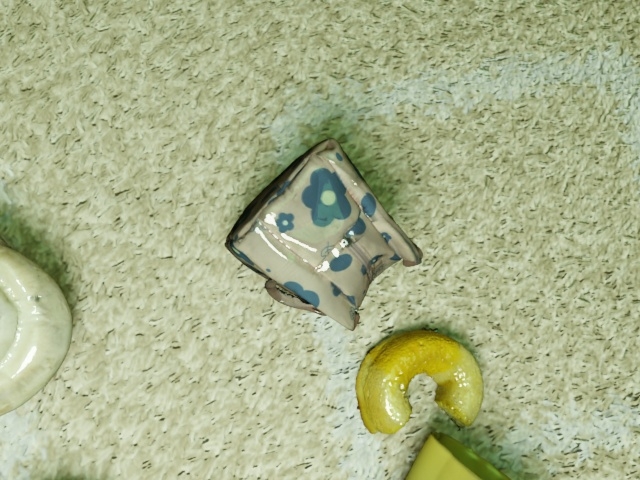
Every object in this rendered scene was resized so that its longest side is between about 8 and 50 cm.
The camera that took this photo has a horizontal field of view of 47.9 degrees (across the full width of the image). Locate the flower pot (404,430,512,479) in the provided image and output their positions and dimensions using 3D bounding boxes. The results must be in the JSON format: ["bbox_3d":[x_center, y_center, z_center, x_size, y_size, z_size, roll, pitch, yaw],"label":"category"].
[{"bbox_3d":[0.173,0.370,0.908,0.195,0.195,0.179,34,89,-1],"label":"flower pot"}]

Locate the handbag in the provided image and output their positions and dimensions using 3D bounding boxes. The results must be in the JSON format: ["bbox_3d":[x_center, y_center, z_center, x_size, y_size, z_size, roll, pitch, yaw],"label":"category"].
[{"bbox_3d":[0.000,0.000,0.918,0.193,0.251,0.190,42,84,-9],"label":"handbag"}]

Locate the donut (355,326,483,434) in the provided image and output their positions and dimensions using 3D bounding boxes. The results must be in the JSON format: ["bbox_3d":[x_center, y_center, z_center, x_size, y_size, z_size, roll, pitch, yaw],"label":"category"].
[{"bbox_3d":[0.140,0.192,0.984,0.181,0.078,0.146,0,83,-9],"label":"donut"}]

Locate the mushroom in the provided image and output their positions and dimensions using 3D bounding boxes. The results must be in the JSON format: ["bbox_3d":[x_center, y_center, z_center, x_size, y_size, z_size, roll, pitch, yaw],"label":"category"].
[{"bbox_3d":[-0.433,0.096,0.843,0.260,0.234,0.254,-2,84,-8],"label":"mushroom"}]
